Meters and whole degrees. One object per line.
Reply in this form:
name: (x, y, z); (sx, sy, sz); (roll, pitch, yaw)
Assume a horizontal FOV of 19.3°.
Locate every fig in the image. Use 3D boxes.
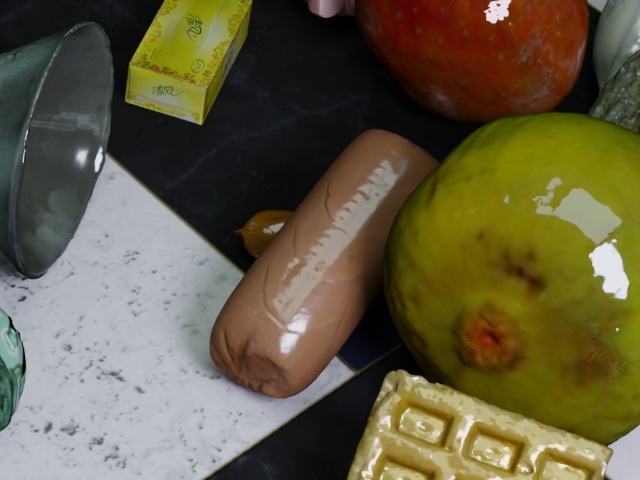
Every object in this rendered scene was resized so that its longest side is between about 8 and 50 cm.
fig: (0.237, 0.025, 1.823); (0.343, 0.343, 0.343); (5, 46, -6)

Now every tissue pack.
tissue pack: (-0.149, -0.221, 2.160); (0.095, 0.062, 0.176); (17, 47, 6)

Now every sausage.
sausage: (0.000, 0.000, 1.986); (0.183, 0.054, 0.062); (8, 76, -7)
sausage: (0.008, 0.024, 1.885); (0.121, 0.121, 0.304); (30, 66, 17)

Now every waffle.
waffle: (0.122, 0.266, 1.690); (0.221, 0.055, 0.248); (20, 74, 7)

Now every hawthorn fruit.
hawthorn fruit: (0.167, -0.265, 2.134); (0.284, 0.284, 0.284); (5, 46, -6)

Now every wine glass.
wine glass: (-0.440, -0.137, 1.904); (0.406, 0.267, 0.267); (14, 46, 7)

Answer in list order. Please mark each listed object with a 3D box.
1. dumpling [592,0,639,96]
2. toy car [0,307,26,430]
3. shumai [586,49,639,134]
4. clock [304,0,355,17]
dumpling: (0.414, -0.224, 2.235); (0.179, 0.131, 0.252); (28, 56, -14)
toy car: (-0.391, 0.061, 1.798); (0.305, 0.136, 0.125); (28, 46, 17)
shumai: (0.426, -0.099, 2.074); (0.222, 0.260, 0.225); (23, 35, -46)
clock: (0.007, -0.383, 2.304); (0.227, 0.142, 0.241); (-26, 47, -31)
